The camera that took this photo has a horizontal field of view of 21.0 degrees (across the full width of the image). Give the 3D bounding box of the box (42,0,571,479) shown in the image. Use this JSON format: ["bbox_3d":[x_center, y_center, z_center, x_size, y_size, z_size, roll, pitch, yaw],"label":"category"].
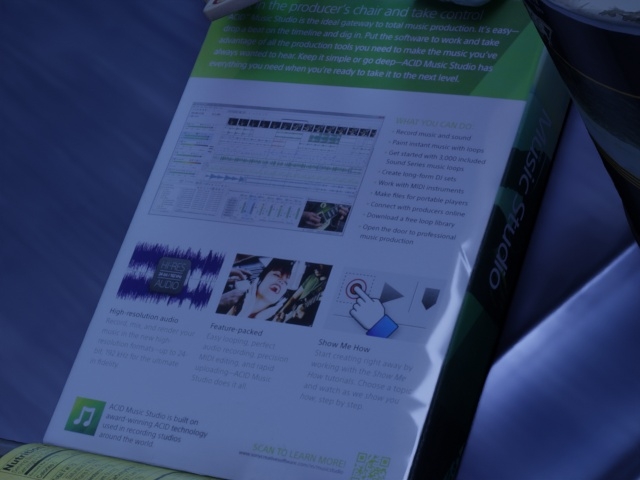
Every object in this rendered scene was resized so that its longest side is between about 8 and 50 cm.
[{"bbox_3d":[0.000,0.000,0.997,0.232,0.058,0.322,7,66,29],"label":"box"}]

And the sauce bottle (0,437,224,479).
[{"bbox_3d":[-0.151,0.167,0.937,0.344,0.111,0.111,5,64,30],"label":"sauce bottle"}]

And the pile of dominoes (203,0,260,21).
[{"bbox_3d":[-0.004,-0.228,1.073,0.196,0.040,0.251,-30,24,8],"label":"pile of dominoes"}]

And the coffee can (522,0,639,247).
[{"bbox_3d":[0.210,-0.108,0.820,0.202,0.275,0.201,-12,57,19],"label":"coffee can"}]

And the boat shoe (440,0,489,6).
[{"bbox_3d":[0.145,-0.205,1.013,0.227,0.079,0.081,-36,45,-16],"label":"boat shoe"}]
